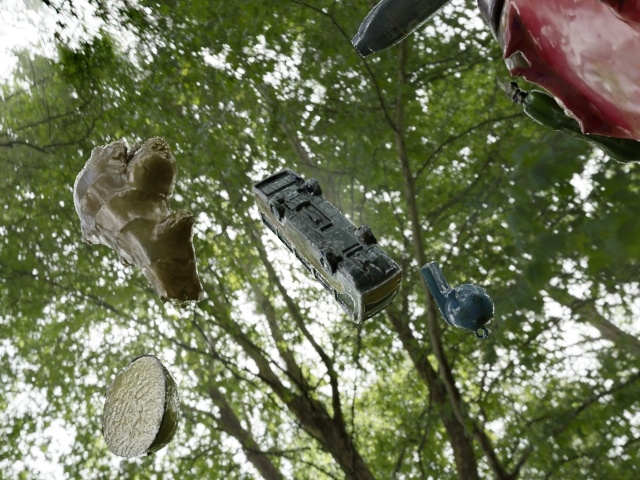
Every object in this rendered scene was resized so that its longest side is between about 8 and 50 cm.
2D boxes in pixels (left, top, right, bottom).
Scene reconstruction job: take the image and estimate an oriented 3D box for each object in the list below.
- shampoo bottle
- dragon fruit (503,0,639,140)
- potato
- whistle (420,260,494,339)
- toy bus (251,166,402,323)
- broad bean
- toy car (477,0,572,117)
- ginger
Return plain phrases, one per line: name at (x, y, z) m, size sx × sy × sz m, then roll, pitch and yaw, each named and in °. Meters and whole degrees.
shampoo bottle at (0.159, -0.420, 1.053) m, size 0.234 × 0.049 × 0.087 m, roll -34°, pitch -45°, yaw 28°
dragon fruit at (0.245, -0.188, 0.261) m, size 0.386 × 0.249 × 0.371 m, roll 47°, pitch -56°, yaw -3°
potato at (-0.349, 0.348, 1.215) m, size 0.182 × 0.202 × 0.117 m, roll -15°, pitch -26°, yaw 30°
whistle at (0.246, 0.098, 1.003) m, size 0.090 × 0.090 × 0.157 m, roll -24°, pitch -94°, yaw -16°
toy bus at (0.000, 0.000, 1.024) m, size 0.097 × 0.342 × 0.138 m, roll -29°, pitch -38°, yaw -22°
broad bean at (0.402, -0.162, 0.832) m, size 0.318 × 0.098 × 0.056 m, roll 24°, pitch -50°, yaw -7°
toy car at (0.367, -0.278, 0.680) m, size 0.341 × 0.240 × 0.271 m, roll -8°, pitch -30°, yaw -17°
ginger at (-0.309, -0.051, 1.073) m, size 0.236 × 0.376 × 0.166 m, roll -55°, pitch -16°, yaw -9°
